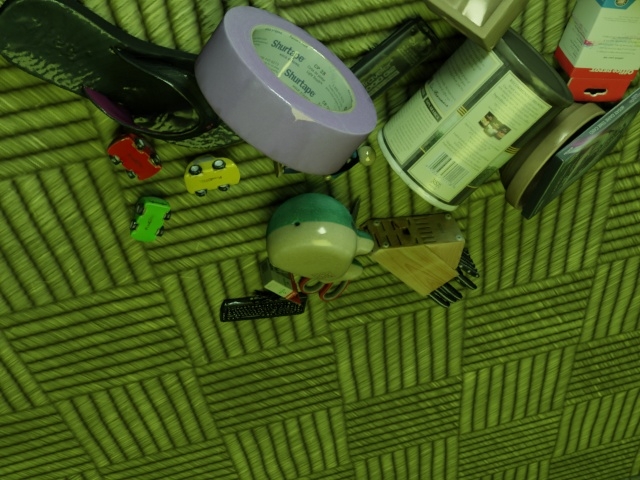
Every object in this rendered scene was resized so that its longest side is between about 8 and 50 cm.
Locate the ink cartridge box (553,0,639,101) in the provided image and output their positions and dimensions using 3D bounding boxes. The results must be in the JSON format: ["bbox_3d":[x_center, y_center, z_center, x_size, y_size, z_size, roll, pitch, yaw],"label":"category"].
[{"bbox_3d":[0.501,-0.357,1.398,0.134,0.078,0.231,-1,135,-16],"label":"ink cartridge box"}]

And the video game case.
[{"bbox_3d":[0.500,-0.167,1.511,0.274,0.026,0.196,-36,160,-23],"label":"video game case"}]

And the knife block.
[{"bbox_3d":[0.212,0.059,1.734,0.275,0.088,0.242,-5,136,-14],"label":"knife block"}]

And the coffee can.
[{"bbox_3d":[0.260,-0.214,1.379,0.201,0.202,0.275,23,125,-36],"label":"coffee can"}]

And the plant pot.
[{"bbox_3d":[0.409,-0.179,1.500,0.237,0.110,0.237,-39,161,-15],"label":"plant pot"}]

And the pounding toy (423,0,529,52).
[{"bbox_3d":[0.246,-0.427,1.219,0.206,0.181,0.094,-52,164,10],"label":"pounding toy"}]

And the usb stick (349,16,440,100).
[{"bbox_3d":[0.077,-0.272,1.374,0.278,0.045,0.077,-36,128,20],"label":"usb stick"}]

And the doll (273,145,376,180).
[{"bbox_3d":[0.015,-0.149,1.476,0.188,0.046,0.129,-4,155,-17],"label":"doll"}]

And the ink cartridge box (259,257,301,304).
[{"bbox_3d":[-0.075,0.087,1.688,0.029,0.063,0.115,-38,135,24],"label":"ink cartridge box"}]

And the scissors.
[{"bbox_3d":[0.052,0.024,1.701,0.108,0.021,0.297,13,129,-26],"label":"scissors"}]

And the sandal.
[{"bbox_3d":[-0.283,-0.231,1.250,0.445,0.107,0.167,18,127,-33],"label":"sandal"}]

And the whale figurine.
[{"bbox_3d":[0.000,0.000,1.583,0.216,0.141,0.272,-10,157,18],"label":"whale figurine"}]

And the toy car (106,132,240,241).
[{"bbox_3d":[-0.287,-0.090,1.439,0.238,0.053,0.225,12,131,-28],"label":"toy car"}]

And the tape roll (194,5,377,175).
[{"bbox_3d":[-0.049,-0.226,1.208,0.274,0.275,0.090,19,127,-33],"label":"tape roll"}]

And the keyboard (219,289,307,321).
[{"bbox_3d":[-0.123,0.149,1.758,0.191,0.038,0.100,-6,137,-13],"label":"keyboard"}]
